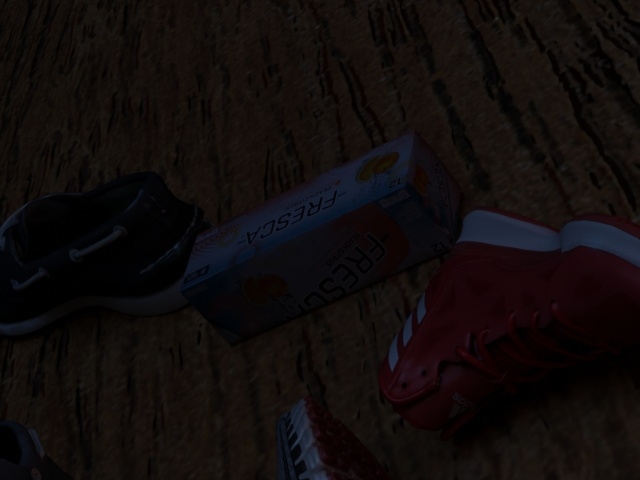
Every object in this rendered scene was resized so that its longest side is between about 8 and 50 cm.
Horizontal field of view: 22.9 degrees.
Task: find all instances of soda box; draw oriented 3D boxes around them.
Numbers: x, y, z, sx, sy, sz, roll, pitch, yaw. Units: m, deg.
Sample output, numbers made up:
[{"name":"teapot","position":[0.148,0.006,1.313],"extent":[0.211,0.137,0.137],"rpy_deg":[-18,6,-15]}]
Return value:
[{"name":"soda box","position":[0.000,0.000,1.019],"extent":[0.183,0.058,0.063],"rpy_deg":[-25,31,28]}]

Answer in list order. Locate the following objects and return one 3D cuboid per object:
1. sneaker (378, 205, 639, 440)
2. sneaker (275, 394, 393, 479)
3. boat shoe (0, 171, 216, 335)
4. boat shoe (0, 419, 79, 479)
[{"name":"sneaker","position":[0.110,0.057,0.793],"extent":[0.128,0.087,0.221],"rpy_deg":[-55,17,-10]},{"name":"sneaker","position":[-0.007,0.161,0.757],"extent":[0.093,0.088,0.225],"rpy_deg":[-33,28,17]},{"name":"boat shoe","position":[-0.196,0.003,1.223],"extent":[0.303,0.091,0.114],"rpy_deg":[-13,38,42]},{"name":"boat shoe","position":[-0.197,0.165,0.838],"extent":[0.116,0.099,0.319],"rpy_deg":[-30,0,5]}]
